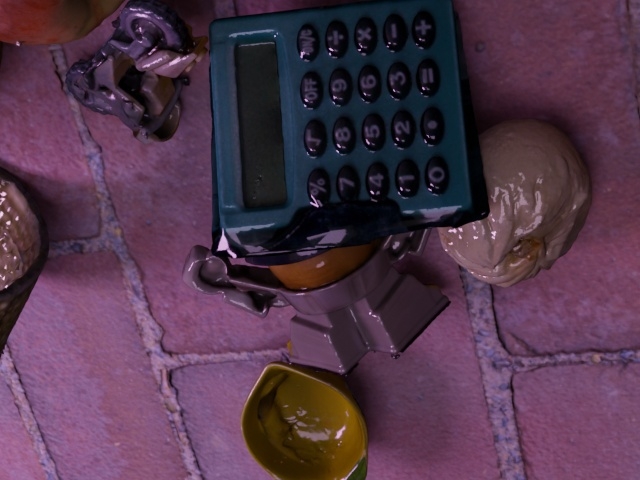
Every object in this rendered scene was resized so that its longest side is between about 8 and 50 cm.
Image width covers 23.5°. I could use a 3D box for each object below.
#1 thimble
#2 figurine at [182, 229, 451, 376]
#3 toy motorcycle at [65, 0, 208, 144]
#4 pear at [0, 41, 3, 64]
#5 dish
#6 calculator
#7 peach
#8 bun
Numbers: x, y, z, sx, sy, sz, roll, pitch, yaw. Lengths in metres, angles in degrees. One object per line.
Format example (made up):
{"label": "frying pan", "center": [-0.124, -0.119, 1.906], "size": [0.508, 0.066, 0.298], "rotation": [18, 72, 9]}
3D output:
{"label": "thimble", "center": [-0.446, 0.020, 1.695], "size": [0.271, 0.271, 0.150], "rotation": [30, 123, -5]}
{"label": "figurine", "center": [0.003, 0.000, 1.635], "size": [0.308, 0.143, 0.308], "rotation": [-7, 114, -16]}
{"label": "toy motorcycle", "center": [-0.178, -0.173, 1.594], "size": [0.130, 0.094, 0.229], "rotation": [40, 148, -12]}
{"label": "pear", "center": [-0.442, -0.215, 1.588], "size": [0.228, 0.188, 0.211], "rotation": [16, 129, -13]}
{"label": "dish", "center": [-0.011, 0.210, 1.808], "size": [0.149, 0.080, 0.207], "rotation": [-14, 115, 18]}
{"label": "calculator", "center": [0.020, -0.113, 1.509], "size": [0.274, 0.058, 0.248], "rotation": [-5, 78, 7]}
{"label": "peach", "center": [-0.281, -0.304, 1.497], "size": [0.232, 0.232, 0.232], "rotation": [7, 122, 11]}
{"label": "bun", "center": [0.200, -0.030, 1.568], "size": [0.164, 0.111, 0.188], "rotation": [8, 127, -29]}
